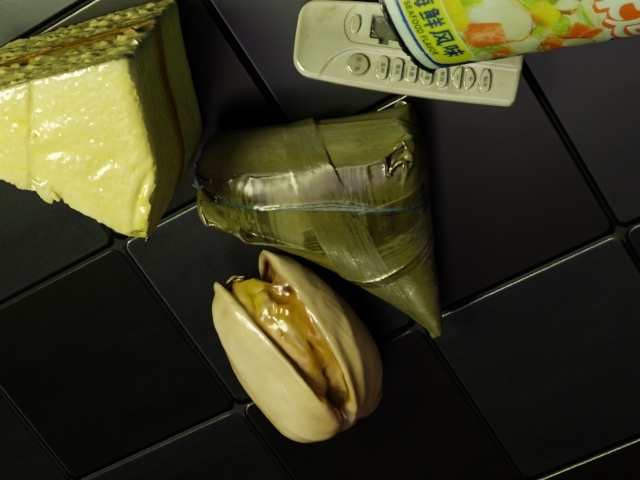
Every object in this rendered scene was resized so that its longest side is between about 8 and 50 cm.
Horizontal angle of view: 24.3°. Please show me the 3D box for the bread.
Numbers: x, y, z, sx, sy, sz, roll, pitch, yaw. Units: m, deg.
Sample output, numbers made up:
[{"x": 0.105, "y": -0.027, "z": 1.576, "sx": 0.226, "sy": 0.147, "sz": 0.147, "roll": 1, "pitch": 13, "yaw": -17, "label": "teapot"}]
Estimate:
[{"x": -0.256, "y": -0.112, "z": 1.482, "sx": 0.236, "sy": 0.263, "sz": 0.198, "roll": -6, "pitch": 112, "yaw": 9, "label": "bread"}]

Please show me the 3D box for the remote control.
[{"x": 0.090, "y": -0.191, "z": 1.506, "sx": 0.230, "sy": 0.049, "sz": 0.090, "roll": 8, "pitch": 89, "yaw": 5, "label": "remote control"}]

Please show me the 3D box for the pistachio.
[{"x": -0.025, "y": 0.119, "z": 1.647, "sx": 0.157, "sy": 0.157, "sz": 0.229, "roll": -29, "pitch": 104, "yaw": 21, "label": "pistachio"}]

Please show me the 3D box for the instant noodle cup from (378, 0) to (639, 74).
[{"x": 0.214, "y": -0.283, "z": 1.336, "sx": 0.312, "sy": 0.284, "sz": 0.284, "roll": -14, "pitch": 115, "yaw": 24, "label": "instant noodle cup"}]

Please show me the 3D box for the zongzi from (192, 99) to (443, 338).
[{"x": 0.000, "y": 0.000, "z": 1.587, "sx": 0.250, "sy": 0.125, "sz": 0.274, "roll": -4, "pitch": 123, "yaw": 10, "label": "zongzi"}]
